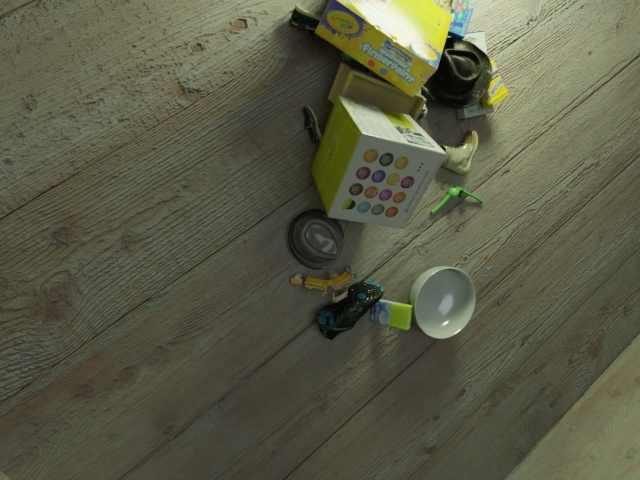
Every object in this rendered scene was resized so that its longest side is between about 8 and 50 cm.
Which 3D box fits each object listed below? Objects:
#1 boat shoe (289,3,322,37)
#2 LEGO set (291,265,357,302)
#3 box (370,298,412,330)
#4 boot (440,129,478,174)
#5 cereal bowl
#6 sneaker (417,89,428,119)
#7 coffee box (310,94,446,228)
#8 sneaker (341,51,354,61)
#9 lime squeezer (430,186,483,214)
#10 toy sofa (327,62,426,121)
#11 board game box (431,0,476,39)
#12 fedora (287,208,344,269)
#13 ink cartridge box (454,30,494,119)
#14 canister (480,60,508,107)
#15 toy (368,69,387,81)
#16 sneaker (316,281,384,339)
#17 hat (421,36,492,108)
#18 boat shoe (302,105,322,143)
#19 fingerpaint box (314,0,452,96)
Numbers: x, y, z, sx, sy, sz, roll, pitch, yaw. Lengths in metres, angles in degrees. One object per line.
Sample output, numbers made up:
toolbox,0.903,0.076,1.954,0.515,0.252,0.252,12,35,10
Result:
boat shoe,-0.010,-0.845,1.630,0.233,0.084,0.079,12,130,-29
LEGO set,0.023,0.197,1.732,0.287,0.132,0.107,-9,123,-17
box,0.317,0.329,1.850,0.042,0.178,0.109,0,97,-59
boot,0.634,-0.427,1.918,0.165,0.077,0.213,13,94,-20
cereal bowl,0.547,0.278,1.929,0.339,0.141,0.339,-2,97,-21
sneaker,0.385,-0.627,1.795,0.106,0.078,0.234,-32,108,-18
coffee box,0.189,-0.291,1.552,0.334,0.338,0.338,8,127,-21
sneaker,0.162,-0.817,1.687,0.087,0.092,0.229,48,59,-17
lime squeezer,0.664,-0.203,1.965,0.310,0.059,0.110,-12,100,-20
toy sofa,0.222,-0.580,1.657,0.362,0.177,0.150,11,125,-22
board game box,0.531,-0.962,1.729,0.210,0.047,0.160,14,100,-15
fedora,0.000,0.000,1.692,0.244,0.124,0.275,-44,109,-11
ink cartridge box,0.697,-0.762,1.910,0.175,0.069,0.371,-16,104,-18
canister,0.765,-0.709,1.872,0.126,0.073,0.170,-35,106,-12
toy,0.293,-0.769,1.737,0.137,0.056,0.237,17,87,0
sneaker,0.133,0.300,1.802,0.341,0.125,0.140,-28,132,-18
hat,0.582,-0.737,1.761,0.331,0.134,0.331,0,90,7
boat shoe,-0.039,-0.465,1.660,0.049,0.056,0.152,-30,106,-21
fingerpaint box,0.250,-0.822,1.569,0.444,0.163,0.371,28,59,-12
